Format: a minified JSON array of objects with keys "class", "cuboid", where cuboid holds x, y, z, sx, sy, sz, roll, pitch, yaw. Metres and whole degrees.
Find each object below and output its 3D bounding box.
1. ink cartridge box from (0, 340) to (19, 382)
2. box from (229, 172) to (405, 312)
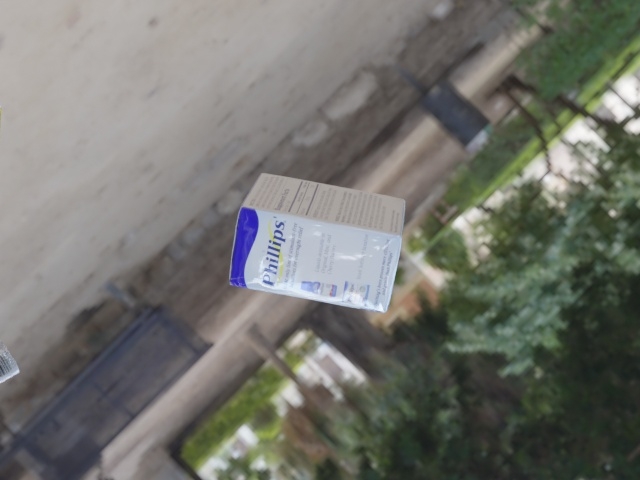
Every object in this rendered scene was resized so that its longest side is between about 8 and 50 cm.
[{"class":"ink cartridge box","cuboid":[-0.416,0.172,1.364,0.179,0.045,0.145,-29,-178,45]},{"class":"box","cuboid":[0.000,0.000,1.134,0.126,0.137,0.072,-70,171,-74]}]
